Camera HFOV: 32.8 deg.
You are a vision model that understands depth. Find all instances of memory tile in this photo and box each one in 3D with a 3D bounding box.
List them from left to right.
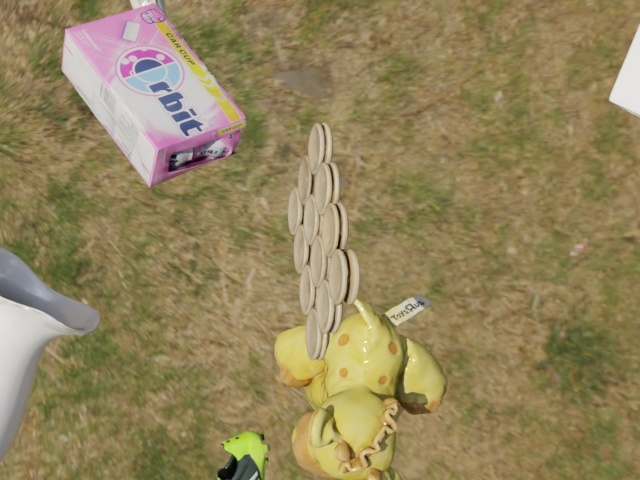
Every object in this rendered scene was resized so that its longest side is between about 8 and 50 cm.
[{"bbox_3d":[0.000,0.000,0.763,0.012,0.113,0.148,2,53,-14],"label":"memory tile"}]

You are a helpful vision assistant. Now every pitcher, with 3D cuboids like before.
[{"bbox_3d":[-0.292,0.089,0.837,0.178,0.125,0.207,42,102,23],"label":"pitcher"}]

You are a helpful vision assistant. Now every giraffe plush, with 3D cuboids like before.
[{"bbox_3d":[0.037,0.168,1.075,0.181,0.210,0.170,22,51,-8],"label":"giraffe plush"}]

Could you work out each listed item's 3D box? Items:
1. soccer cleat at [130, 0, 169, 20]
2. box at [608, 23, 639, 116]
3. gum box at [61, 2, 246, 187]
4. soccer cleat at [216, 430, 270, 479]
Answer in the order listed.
[{"bbox_3d":[-0.282,-0.399,1.752,0.068,0.076,0.196,-17,118,-13],"label":"soccer cleat"},{"bbox_3d":[0.315,-0.185,0.809,0.114,0.103,0.203,-36,150,-43],"label":"box"},{"bbox_3d":[-0.170,-0.148,1.111,0.107,0.062,0.188,-25,65,-31],"label":"gum box"},{"bbox_3d":[-0.108,0.349,1.529,0.072,0.060,0.179,-9,113,-19],"label":"soccer cleat"}]
